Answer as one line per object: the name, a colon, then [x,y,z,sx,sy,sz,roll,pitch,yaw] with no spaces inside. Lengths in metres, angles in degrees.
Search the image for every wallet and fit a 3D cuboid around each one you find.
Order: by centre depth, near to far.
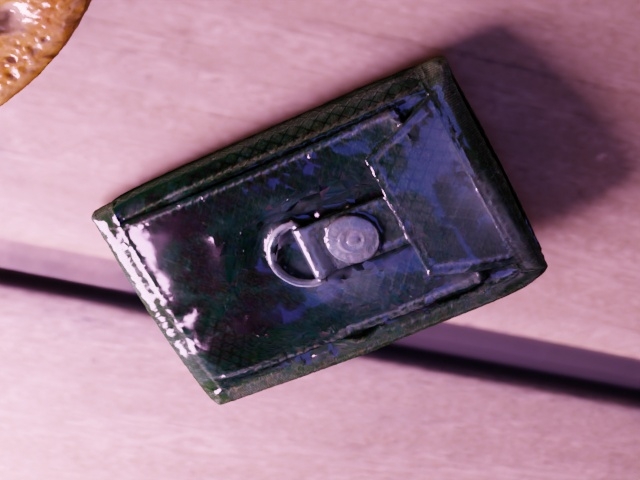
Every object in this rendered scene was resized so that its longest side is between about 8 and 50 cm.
wallet: [0.000,0.001,1.061,0.236,0.055,0.160,-24,117,14]

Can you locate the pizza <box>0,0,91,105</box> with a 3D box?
pizza: [-0.175,-0.152,0.933,0.127,0.058,0.246,9,126,-11]
